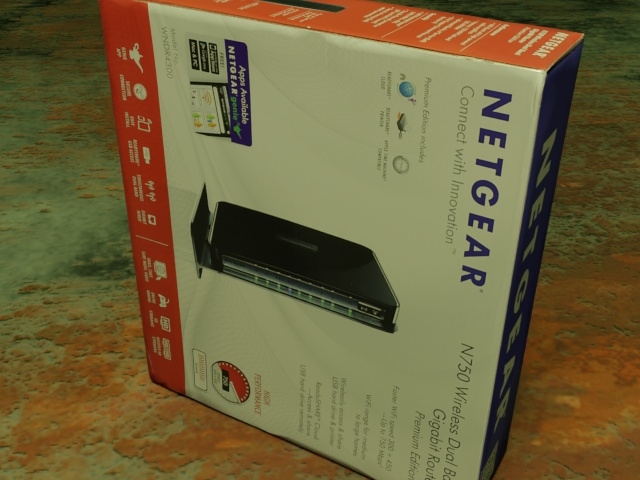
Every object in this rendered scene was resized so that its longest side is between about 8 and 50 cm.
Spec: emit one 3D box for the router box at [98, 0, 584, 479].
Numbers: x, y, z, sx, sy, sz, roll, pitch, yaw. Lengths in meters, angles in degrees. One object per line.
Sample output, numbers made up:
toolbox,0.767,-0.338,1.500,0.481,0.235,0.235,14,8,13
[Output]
router box,0.000,0.000,0.555,0.301,0.335,0.082,17,34,26
